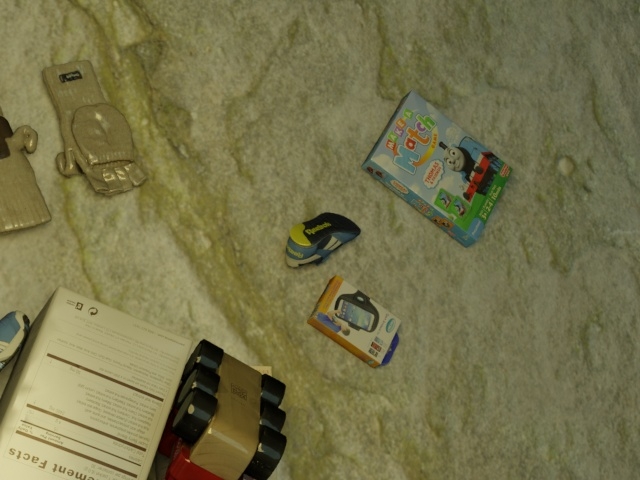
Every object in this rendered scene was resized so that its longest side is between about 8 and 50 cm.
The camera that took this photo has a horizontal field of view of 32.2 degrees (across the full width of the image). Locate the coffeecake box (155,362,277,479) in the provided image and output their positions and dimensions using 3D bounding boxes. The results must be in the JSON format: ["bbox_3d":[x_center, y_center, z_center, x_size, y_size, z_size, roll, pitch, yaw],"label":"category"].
[{"bbox_3d":[-0.135,0.256,1.422,0.142,0.068,0.185,5,69,-25],"label":"coffeecake box"}]

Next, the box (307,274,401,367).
[{"bbox_3d":[0.056,0.120,1.595,0.136,0.028,0.081,34,59,-9],"label":"box"}]

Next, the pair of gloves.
[{"bbox_3d":[-0.367,-0.124,1.472,0.240,0.042,0.204,-27,80,-34],"label":"pair of gloves"}]

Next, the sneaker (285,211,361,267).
[{"bbox_3d":[0.000,0.000,1.604,0.053,0.059,0.144,39,35,29],"label":"sneaker"}]

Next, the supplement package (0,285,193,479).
[{"bbox_3d":[-0.292,0.236,1.285,0.175,0.177,0.293,25,62,-16],"label":"supplement package"}]

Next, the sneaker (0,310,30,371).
[{"bbox_3d":[-0.429,0.150,1.309,0.081,0.080,0.211,46,57,-6],"label":"sneaker"}]

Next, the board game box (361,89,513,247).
[{"bbox_3d":[0.186,-0.113,1.746,0.211,0.039,0.160,36,59,-9],"label":"board game box"}]

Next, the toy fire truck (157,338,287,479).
[{"bbox_3d":[-0.135,0.277,1.289,0.158,0.217,0.246,31,103,-11],"label":"toy fire truck"}]
